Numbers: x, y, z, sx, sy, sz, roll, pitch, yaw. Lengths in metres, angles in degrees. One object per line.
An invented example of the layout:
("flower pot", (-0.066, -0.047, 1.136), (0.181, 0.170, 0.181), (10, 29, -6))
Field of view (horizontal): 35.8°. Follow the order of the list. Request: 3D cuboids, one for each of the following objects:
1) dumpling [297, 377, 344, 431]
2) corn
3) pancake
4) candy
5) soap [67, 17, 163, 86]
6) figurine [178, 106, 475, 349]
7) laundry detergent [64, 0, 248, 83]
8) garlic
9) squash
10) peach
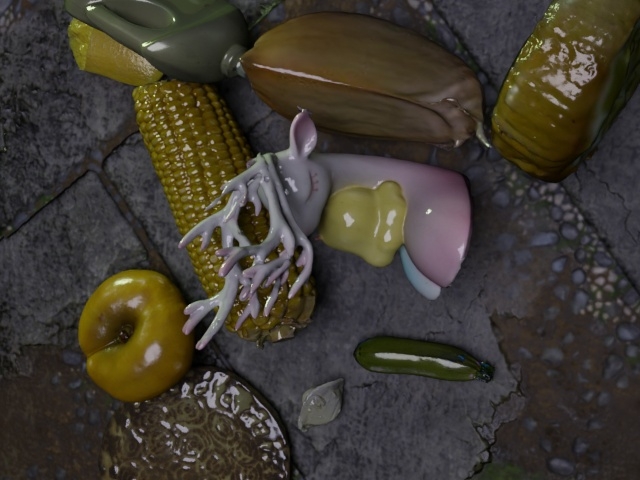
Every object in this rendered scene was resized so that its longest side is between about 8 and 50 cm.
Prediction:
("dumpling", (0.001, 0.216, 1.299), (0.076, 0.057, 0.052), (-24, 86, 18))
("corn", (-0.125, -0.045, 1.278), (0.144, 0.144, 0.387), (-26, 87, 17))
("pancake", (-0.174, 0.311, 1.375), (0.286, 0.033, 0.288), (18, 99, 14))
("candy", (0.289, -0.185, 1.083), (0.118, 0.260, 0.260), (35, 103, 16))
("soap", (-0.286, -0.264, 1.369), (0.169, 0.033, 0.089), (11, 94, 17))
("figurine", (0.003, -0.010, 1.132), (0.316, 0.206, 0.284), (13, 64, -4))
("laundry detergent", (-0.188, -0.273, 1.256), (0.253, 0.181, 0.091), (34, 124, 18))
("garlic", (0.078, -0.167, 1.177), (0.339, 0.196, 0.151), (23, 118, 23))
("squash", (0.130, 0.152, 1.259), (0.184, 0.052, 0.052), (8, 96, 18))
("peach", (-0.249, 0.129, 1.339), (0.179, 0.103, 0.179), (-5, 80, 30))
